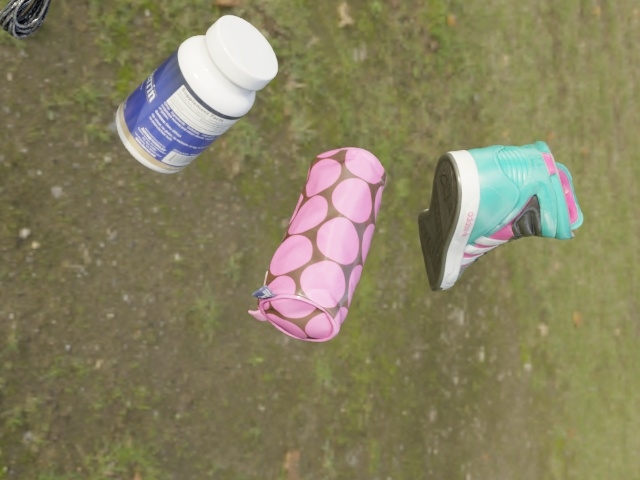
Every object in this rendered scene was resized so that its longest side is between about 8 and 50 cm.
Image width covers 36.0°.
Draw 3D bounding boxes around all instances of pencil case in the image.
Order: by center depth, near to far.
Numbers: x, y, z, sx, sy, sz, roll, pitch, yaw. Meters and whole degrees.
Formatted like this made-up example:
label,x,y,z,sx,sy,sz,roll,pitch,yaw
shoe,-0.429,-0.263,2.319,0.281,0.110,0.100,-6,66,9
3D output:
label,x,y,z,sx,sy,sz,roll,pitch,yaw
pencil case,0.000,0.000,1.045,0.095,0.098,0.209,49,49,-35

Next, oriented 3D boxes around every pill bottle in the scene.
label,x,y,z,sx,sy,sz,roll,pitch,yaw
pill bottle,-0.202,-0.239,1.614,0.153,0.265,0.153,33,37,-30

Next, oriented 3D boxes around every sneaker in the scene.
label,x,y,z,sx,sy,sz,roll,pitch,yaw
sneaker,0.221,-0.030,1.195,0.295,0.178,0.123,97,-16,-68

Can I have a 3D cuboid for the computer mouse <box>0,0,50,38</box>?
label,x,y,z,sx,sy,sz,roll,pitch,yaw
computer mouse,-0.427,-0.385,1.208,0.272,0.072,0.188,30,98,-33
